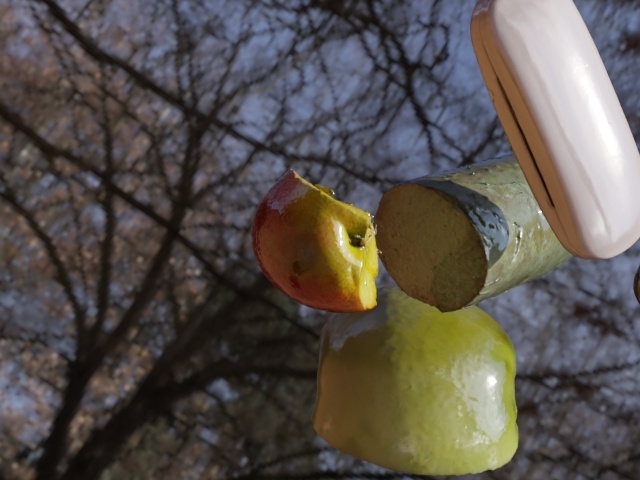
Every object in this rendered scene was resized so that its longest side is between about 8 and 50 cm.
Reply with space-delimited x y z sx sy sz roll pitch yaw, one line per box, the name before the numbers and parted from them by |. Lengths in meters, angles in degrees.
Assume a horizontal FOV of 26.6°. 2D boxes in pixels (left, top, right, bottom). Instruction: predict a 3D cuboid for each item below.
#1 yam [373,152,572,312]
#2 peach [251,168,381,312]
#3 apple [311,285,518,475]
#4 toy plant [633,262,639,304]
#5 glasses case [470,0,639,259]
yam | 0.185 -0.015 1.524 0.161 0.268 0.161 12 -70 36
peach | -0.007 0.001 1.266 0.118 0.151 0.151 -14 -37 6
apple | 0.123 0.174 1.730 0.258 0.233 0.295 -1 -5 5
toy plant | 0.466 0.030 1.755 0.093 0.093 0.162 27 -32 10
glasses case | 0.240 -0.121 1.337 0.075 0.113 0.297 -5 -66 58
